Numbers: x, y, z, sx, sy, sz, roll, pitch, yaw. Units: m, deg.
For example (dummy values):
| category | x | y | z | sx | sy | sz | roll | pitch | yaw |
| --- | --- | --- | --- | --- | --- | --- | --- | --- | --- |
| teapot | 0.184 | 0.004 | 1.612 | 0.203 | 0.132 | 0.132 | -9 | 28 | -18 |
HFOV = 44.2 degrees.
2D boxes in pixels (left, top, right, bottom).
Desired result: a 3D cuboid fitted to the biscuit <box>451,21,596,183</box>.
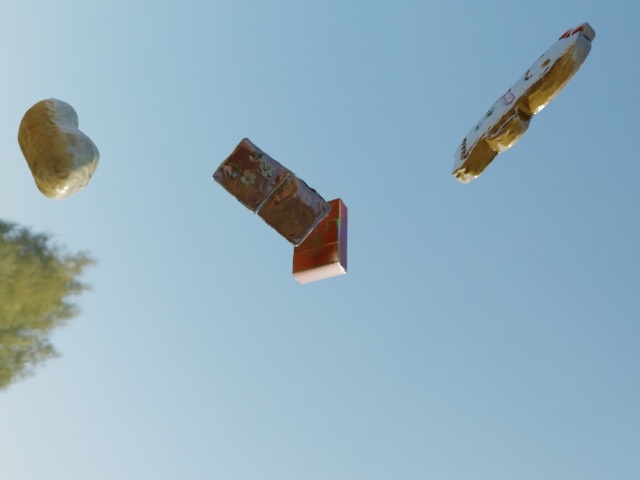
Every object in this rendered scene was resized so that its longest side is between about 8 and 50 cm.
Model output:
| category | x | y | z | sx | sy | sz | roll | pitch | yaw |
| --- | --- | --- | --- | --- | --- | --- | --- | --- | --- |
| biscuit | 0.235 | -0.166 | 0.935 | 0.225 | 0.036 | 0.166 | -47 | -174 | 25 |

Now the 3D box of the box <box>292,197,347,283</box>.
| category | x | y | z | sx | sy | sz | roll | pitch | yaw |
| --- | --- | --- | --- | --- | --- | --- | --- | --- | --- |
| box | 0.000 | 0.000 | 1.685 | 0.112 | 0.048 | 0.175 | -15 | -130 | 20 |

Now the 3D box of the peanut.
| category | x | y | z | sx | sy | sz | roll | pitch | yaw |
| --- | --- | --- | --- | --- | --- | --- | --- | --- | --- |
| peanut | -0.496 | -0.179 | 1.486 | 0.122 | 0.137 | 0.253 | -52 | -128 | 24 |

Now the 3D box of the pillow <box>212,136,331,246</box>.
| category | x | y | z | sx | sy | sz | roll | pitch | yaw |
| --- | --- | --- | --- | --- | --- | --- | --- | --- | --- |
| pillow | -0.098 | -0.097 | 1.593 | 0.126 | 0.232 | 0.043 | -53 | -175 | -18 |
